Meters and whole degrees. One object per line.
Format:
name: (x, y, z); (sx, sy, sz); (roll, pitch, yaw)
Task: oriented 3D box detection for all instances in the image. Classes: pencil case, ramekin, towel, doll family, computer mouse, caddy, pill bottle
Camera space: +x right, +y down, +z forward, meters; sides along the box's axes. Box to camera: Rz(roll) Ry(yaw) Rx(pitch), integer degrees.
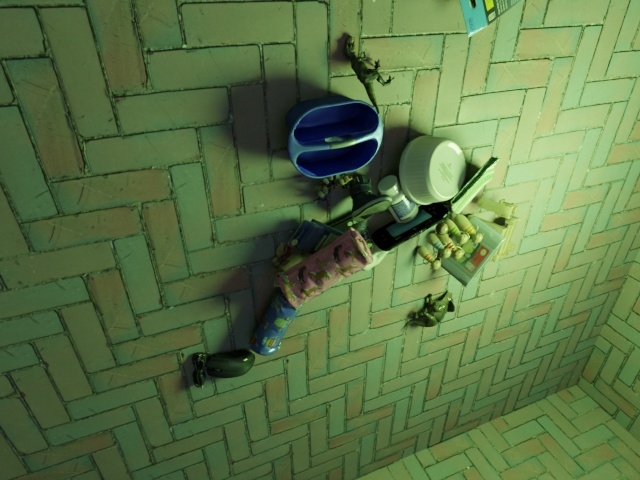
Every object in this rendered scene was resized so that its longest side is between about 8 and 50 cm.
pencil case: (-0.183, 0.344, 1.746); (0.133, 0.119, 0.306); (25, 108, -12)
ramekin: (0.440, -0.271, 1.602); (0.272, 0.127, 0.273); (-5, 99, -35)
towel: (0.635, -0.217, 1.733); (0.248, 0.038, 0.324); (-48, 165, 9)
doll family: (0.052, -0.207, 1.543); (0.192, 0.111, 0.076); (-26, 91, -2)
pencil case: (0.015, 0.105, 1.596); (0.385, 0.160, 0.167); (-32, 170, 14)
computer mouse: (-0.408, 0.550, 1.797); (0.271, 0.072, 0.189); (-5, 120, -23)
caddy: (0.041, -0.344, 1.394); (0.340, 0.179, 0.242); (-15, 124, -16)
pill bottle: (0.307, -0.167, 1.671); (0.112, 0.112, 0.187); (-40, 128, 2)

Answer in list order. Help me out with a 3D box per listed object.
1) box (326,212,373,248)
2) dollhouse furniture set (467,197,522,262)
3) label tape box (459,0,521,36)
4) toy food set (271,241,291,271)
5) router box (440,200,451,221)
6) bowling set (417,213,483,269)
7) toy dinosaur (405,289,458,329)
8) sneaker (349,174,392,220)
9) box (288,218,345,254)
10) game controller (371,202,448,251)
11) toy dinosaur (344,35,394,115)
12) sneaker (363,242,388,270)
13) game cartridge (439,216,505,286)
box: (0.113, -0.011, 1.718); (0.184, 0.045, 0.191); (-27, 127, -10)
dollhouse furniture set: (0.850, -0.079, 2.028); (0.355, 0.173, 0.304); (-15, 124, -49)
label tape box: (0.566, -0.879, 1.360); (0.347, 0.115, 0.249); (-35, 128, 1)
toy food set: (-0.151, 0.064, 1.656); (0.077, 0.019, 0.122); (15, 104, -32)
router box: (0.514, -0.125, 1.843); (0.122, 0.038, 0.092); (-7, 122, -22)
bowling set: (0.554, 0.011, 1.818); (0.287, 0.154, 0.199); (-44, 160, 13)
toy dinosaur: (0.574, 0.377, 2.132); (0.160, 0.121, 0.314); (39, 94, -24)
sneaker: (0.179, -0.178, 1.544); (0.086, 0.226, 0.164); (6, 77, -27)
box: (0.000, 0.000, 1.634); (0.225, 0.037, 0.136); (23, 119, -24)
game controller: (0.364, -0.062, 1.713); (0.319, 0.166, 0.067); (-30, 107, 2)
toy dinosaur: (0.167, -0.538, 1.365); (0.118, 0.064, 0.269); (-25, 88, -26)
sneaker: (0.256, 0.055, 1.818); (0.212, 0.080, 0.094); (-41, 140, 11)
game cartridge: (0.682, 0.048, 1.927); (0.060, 0.196, 0.294); (-8, 134, -46)
